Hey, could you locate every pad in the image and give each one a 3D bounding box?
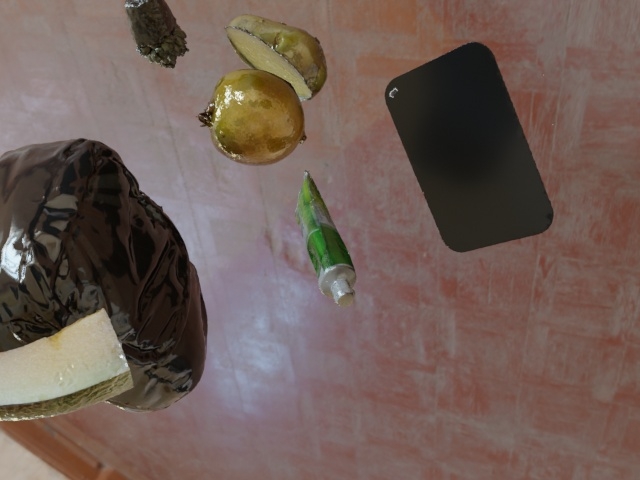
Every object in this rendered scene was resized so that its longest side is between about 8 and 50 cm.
[{"bbox_3d":[0.315,-0.181,1.304,0.314,0.063,0.376,-16,101,42],"label":"pad"}]

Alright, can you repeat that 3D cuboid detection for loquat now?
[{"bbox_3d":[-0.096,-0.176,0.993,0.163,0.163,0.137,15,99,15],"label":"loquat"}]

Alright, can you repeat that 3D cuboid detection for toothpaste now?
[{"bbox_3d":[0.000,0.000,0.898,0.046,0.248,0.078,3,124,-18],"label":"toothpaste"}]

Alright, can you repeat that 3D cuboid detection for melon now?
[{"bbox_3d":[-0.278,0.132,0.661,0.098,0.182,0.054,52,147,28],"label":"melon"}]

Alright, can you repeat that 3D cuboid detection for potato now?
[{"bbox_3d":[-0.065,-0.317,1.143,0.200,0.081,0.164,33,169,31],"label":"potato"}]

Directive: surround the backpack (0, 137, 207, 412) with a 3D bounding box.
[{"bbox_3d":[-0.319,0.079,1.008,0.254,0.363,0.446,-13,140,20],"label":"backpack"}]

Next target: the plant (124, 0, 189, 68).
[{"bbox_3d":[-0.304,-0.388,1.273,0.092,0.094,0.143,-14,134,8],"label":"plant"}]
